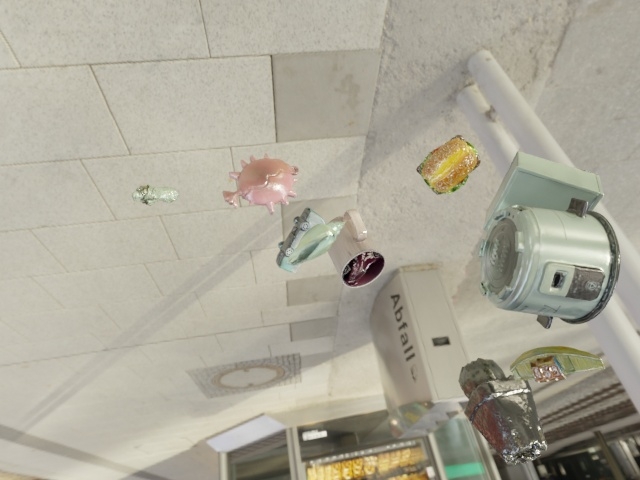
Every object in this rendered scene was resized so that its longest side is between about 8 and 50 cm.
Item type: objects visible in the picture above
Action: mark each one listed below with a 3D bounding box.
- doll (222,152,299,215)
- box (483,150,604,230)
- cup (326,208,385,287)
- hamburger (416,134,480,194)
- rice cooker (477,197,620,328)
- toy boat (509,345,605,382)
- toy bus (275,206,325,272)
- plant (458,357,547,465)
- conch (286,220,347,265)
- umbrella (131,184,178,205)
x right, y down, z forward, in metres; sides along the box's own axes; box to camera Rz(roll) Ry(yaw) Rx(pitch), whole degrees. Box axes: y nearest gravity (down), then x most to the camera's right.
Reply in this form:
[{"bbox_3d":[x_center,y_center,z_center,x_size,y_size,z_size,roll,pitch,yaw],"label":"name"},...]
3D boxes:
[{"bbox_3d":[-0.183,-0.181,1.287,0.261,0.211,0.093,-34,168,-21],"label":"doll"},{"bbox_3d":[0.629,-0.109,1.171,0.224,0.117,0.225,22,132,12],"label":"box"},{"bbox_3d":[0.128,0.025,1.767,0.208,0.273,0.288,-31,138,5],"label":"cup"},{"bbox_3d":[0.373,-0.214,1.170,0.166,0.137,0.087,-40,177,16],"label":"hamburger"},{"bbox_3d":[0.479,0.047,0.856,0.226,0.241,0.281,8,103,0],"label":"rice cooker"},{"bbox_3d":[0.484,0.259,0.843,0.172,0.066,0.065,-22,112,31],"label":"toy boat"},{"bbox_3d":[-0.084,-0.002,1.613,0.109,0.091,0.262,29,96,-26],"label":"toy bus"},{"bbox_3d":[0.457,0.421,1.036,0.141,0.256,0.165,-7,133,-13],"label":"plant"},{"bbox_3d":[0.001,0.005,0.933,0.180,0.088,0.065,-39,125,-21],"label":"conch"},{"bbox_3d":[-0.513,-0.140,1.258,0.062,0.067,0.143,-22,174,38],"label":"umbrella"}]
